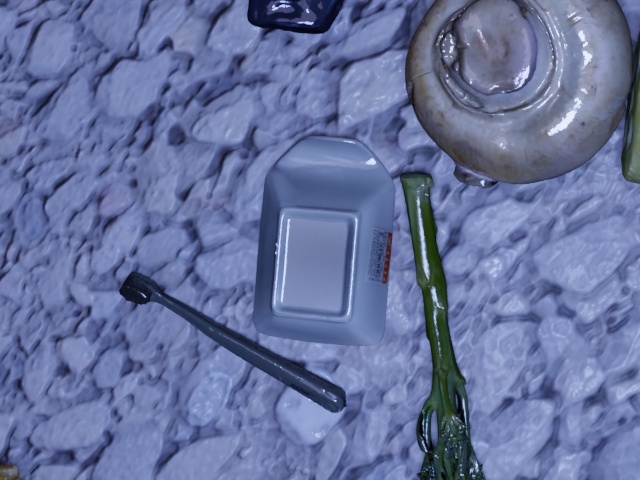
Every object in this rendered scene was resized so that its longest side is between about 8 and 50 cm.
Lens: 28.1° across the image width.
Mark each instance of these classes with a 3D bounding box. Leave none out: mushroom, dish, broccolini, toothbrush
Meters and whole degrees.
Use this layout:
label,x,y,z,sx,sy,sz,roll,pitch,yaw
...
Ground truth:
label,x,y,z,sx,sy,sz,roll,pitch,yaw
mushroom,0.202,-0.174,1.322,0.254,0.184,0.255,0,89,17
dish,0.000,0.000,1.429,0.154,0.064,0.234,5,91,11
broccolini,0.127,0.119,1.397,0.078,0.074,0.392,-11,93,-27
toothbrush,-0.100,0.118,1.467,0.297,0.030,0.030,29,122,7

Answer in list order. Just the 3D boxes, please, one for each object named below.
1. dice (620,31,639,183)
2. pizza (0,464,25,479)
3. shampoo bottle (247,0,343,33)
label,x,y,z,sx,sy,sz,roll,pitch,yaw
dice,0.399,-0.133,1.300,0.166,0.169,0.169,8,92,9
pizza,-0.373,0.360,1.502,0.154,0.069,0.194,-28,93,9
shampoo bottle,-0.001,-0.411,1.413,0.134,0.078,0.360,6,92,6
